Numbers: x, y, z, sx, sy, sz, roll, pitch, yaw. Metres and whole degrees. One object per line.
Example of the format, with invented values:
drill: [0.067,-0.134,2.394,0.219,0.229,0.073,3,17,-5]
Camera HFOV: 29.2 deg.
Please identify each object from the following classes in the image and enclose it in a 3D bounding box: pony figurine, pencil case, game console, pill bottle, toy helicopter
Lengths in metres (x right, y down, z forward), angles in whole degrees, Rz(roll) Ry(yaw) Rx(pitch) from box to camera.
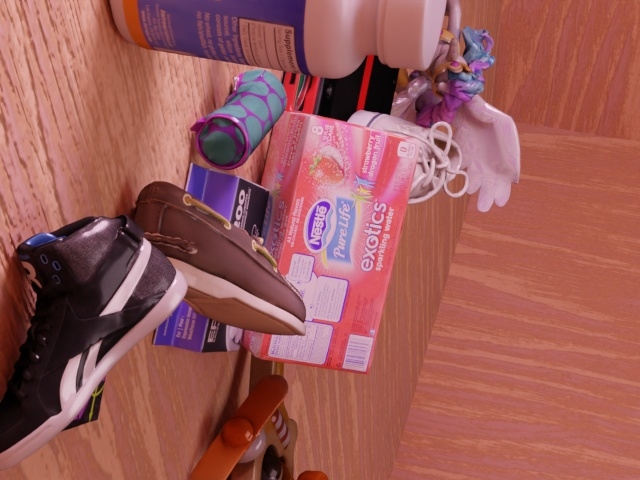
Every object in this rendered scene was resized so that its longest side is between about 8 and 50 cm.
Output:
pony figurine: [0.193,-0.252,2.139,0.363,0.303,0.351,-99,-170,-55]
pencil case: [-0.088,-0.137,1.367,0.064,0.070,0.151,-46,-171,30]
game console: [0.018,-0.141,1.760,0.342,0.060,0.386,22,80,-71]
pill bottle: [-0.032,-0.224,1.065,0.152,0.272,0.152,10,90,-78]
toy helicopter: [-0.083,0.227,1.646,0.235,0.140,0.355,30,61,-67]

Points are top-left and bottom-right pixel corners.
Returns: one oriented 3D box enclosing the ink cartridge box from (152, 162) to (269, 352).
ink cartridge box: [-0.120,0.025,1.414,0.208,0.045,0.206,16,85,-76]

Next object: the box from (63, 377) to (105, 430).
box: [-0.214,0.084,1.081,0.116,0.029,0.162,0,99,-77]

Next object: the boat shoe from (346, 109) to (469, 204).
boat shoe: [0.139,-0.109,1.789,0.367,0.156,0.135,-8,107,-70]

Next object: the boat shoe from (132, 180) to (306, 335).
boat shoe: [-0.098,0.030,1.281,0.324,0.117,0.096,32,64,-59]

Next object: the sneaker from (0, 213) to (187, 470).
sneaker: [-0.219,0.066,0.974,0.217,0.079,0.121,-48,115,-19]

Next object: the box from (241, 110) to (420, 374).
box: [0.000,0.000,1.532,0.142,0.154,0.300,-157,-103,-68]
